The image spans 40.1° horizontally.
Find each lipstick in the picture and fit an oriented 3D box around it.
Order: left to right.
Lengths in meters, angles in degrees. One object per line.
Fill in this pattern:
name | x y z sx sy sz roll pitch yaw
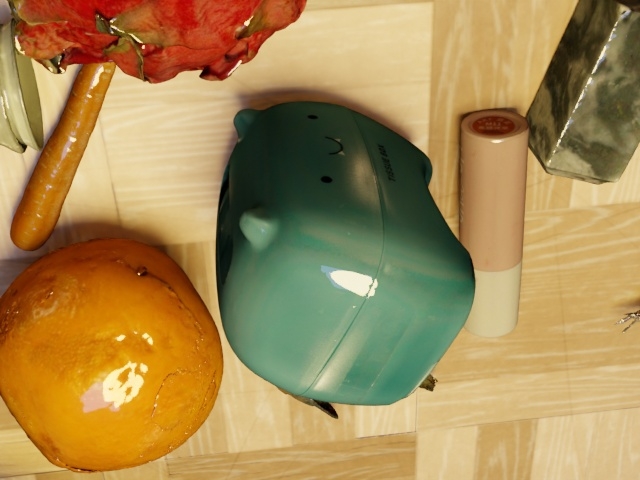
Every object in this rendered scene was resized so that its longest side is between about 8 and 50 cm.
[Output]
lipstick | 0.186 -0.013 0.954 0.070 0.070 0.254 -8 124 -3

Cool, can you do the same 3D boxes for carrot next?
carrot | -0.253 -0.087 0.864 0.043 0.043 0.248 21 116 -20

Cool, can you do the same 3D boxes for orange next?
orange | -0.215 0.116 0.885 0.240 0.240 0.240 -4 124 -5

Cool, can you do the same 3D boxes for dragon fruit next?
dragon fruit | -0.114 -0.235 0.664 0.299 0.244 0.244 -40 120 7

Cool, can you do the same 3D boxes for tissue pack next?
tissue pack | 0.000 0.000 0.806 0.206 0.287 0.198 18 122 -17

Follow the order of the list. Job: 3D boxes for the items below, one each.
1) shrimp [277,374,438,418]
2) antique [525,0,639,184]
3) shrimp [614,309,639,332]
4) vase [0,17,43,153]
shrimp | 0.031 0.157 1.063 0.217 0.051 0.150 24 120 -13
antique | 0.277 -0.149 0.867 0.086 0.088 0.183 11 122 -14
shrimp | 0.433 0.077 1.057 0.165 0.065 0.056 -10 92 5
vase | -0.413 -0.113 0.756 0.321 0.173 0.173 -7 124 -9
